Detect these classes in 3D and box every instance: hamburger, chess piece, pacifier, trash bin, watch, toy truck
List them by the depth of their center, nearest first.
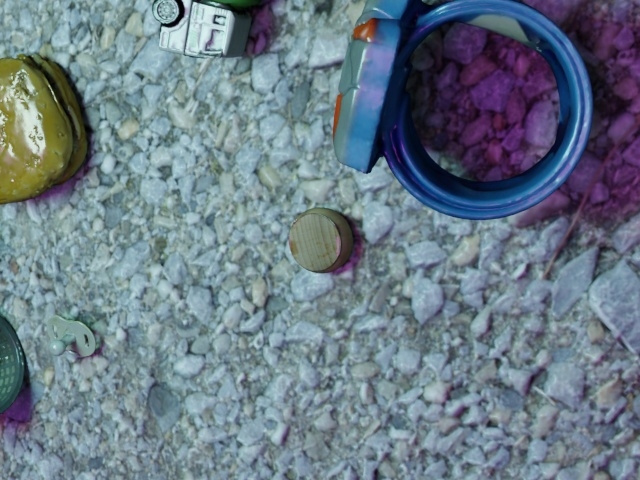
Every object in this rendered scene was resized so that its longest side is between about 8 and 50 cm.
[{"bbox_3d":[0.169,-0.189,1.428,0.274,0.241,0.305,17,106,5],"label":"watch"},{"bbox_3d":[-0.124,-0.343,1.592,0.124,0.101,0.243,13,102,11],"label":"toy truck"},{"bbox_3d":[0.000,0.000,1.625,0.083,0.038,0.084,6,104,25],"label":"chess piece"},{"bbox_3d":[-0.423,-0.148,1.768,0.213,0.108,0.214,3,98,20],"label":"hamburger"},{"bbox_3d":[-0.355,0.143,1.806,0.083,0.064,0.068,14,122,23],"label":"pacifier"},{"bbox_3d":[-0.543,0.189,1.855,0.161,0.175,0.175,-22,89,36],"label":"trash bin"}]
